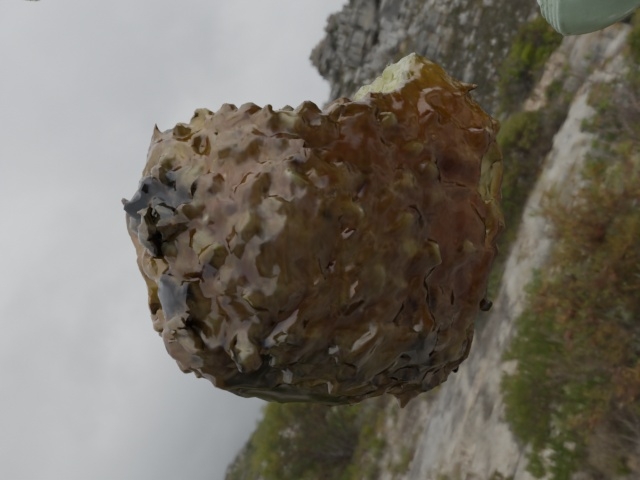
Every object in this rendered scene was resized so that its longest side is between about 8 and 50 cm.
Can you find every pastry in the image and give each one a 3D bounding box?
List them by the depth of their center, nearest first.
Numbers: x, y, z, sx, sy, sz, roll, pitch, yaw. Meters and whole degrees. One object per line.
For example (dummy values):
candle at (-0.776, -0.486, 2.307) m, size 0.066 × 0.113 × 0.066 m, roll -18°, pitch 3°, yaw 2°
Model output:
pastry at (0.012, 0.011, 0.760) m, size 0.405 × 0.292 × 0.337 m, roll -22°, pitch -78°, yaw -32°

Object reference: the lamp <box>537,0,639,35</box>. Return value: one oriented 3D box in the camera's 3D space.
lamp at (0.364, -0.305, 0.931) m, size 0.106 × 0.193 × 0.106 m, roll -30°, pitch -55°, yaw -54°
